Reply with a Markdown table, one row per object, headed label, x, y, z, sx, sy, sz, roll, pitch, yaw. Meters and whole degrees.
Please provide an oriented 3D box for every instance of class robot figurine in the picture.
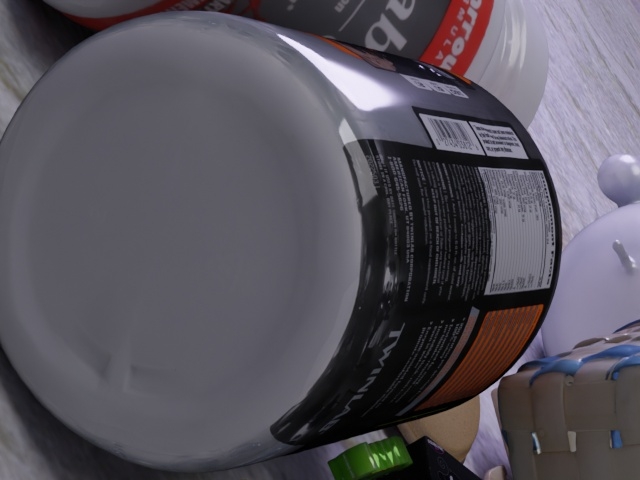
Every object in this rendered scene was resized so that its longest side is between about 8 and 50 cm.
| label | x | y | z | sx | sy | sz | roll | pitch | yaw |
| --- | --- | --- | --- | --- | --- | --- | --- | --- | --- |
| robot figurine | 0.314 | 0.069 | 1.449 | 0.353 | 0.199 | 0.300 | 6 | 64 | -64 |

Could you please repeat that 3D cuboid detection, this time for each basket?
| label | x | y | z | sx | sy | sz | roll | pitch | yaw |
| --- | --- | --- | --- | --- | --- | --- | --- | --- | --- |
| basket | 0.245 | 0.138 | 0.927 | 0.289 | 0.201 | 0.255 | -2 | 83 | -32 |

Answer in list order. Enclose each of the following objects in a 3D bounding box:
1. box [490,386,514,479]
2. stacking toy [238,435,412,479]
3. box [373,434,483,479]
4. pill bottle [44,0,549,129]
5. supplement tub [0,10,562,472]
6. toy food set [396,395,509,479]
| label | x | y | z | sx | sy | sz | roll | pitch | yaw |
| --- | --- | --- | --- | --- | --- | --- | --- | --- | --- |
| box | 0.224 | 0.237 | 1.119 | 0.148 | 0.121 | 0.311 | 53 | 19 | -46 |
| stacking toy | 0.021 | 0.187 | 0.825 | 0.221 | 0.052 | 0.167 | -7 | 68 | -54 |
| box | 0.070 | 0.169 | 1.000 | 0.083 | 0.052 | 0.062 | 39 | 29 | -37 |
| pill bottle | -0.010 | -0.170 | 1.051 | 0.363 | 0.210 | 0.210 | 29 | 36 | -50 |
| supplement tub | 0.000 | 0.000 | 0.860 | 0.207 | 0.207 | 0.338 | 64 | 22 | 12 |
| toy food set | 0.067 | 0.096 | 1.120 | 0.132 | 0.038 | 0.192 | -2 | 74 | -59 |
